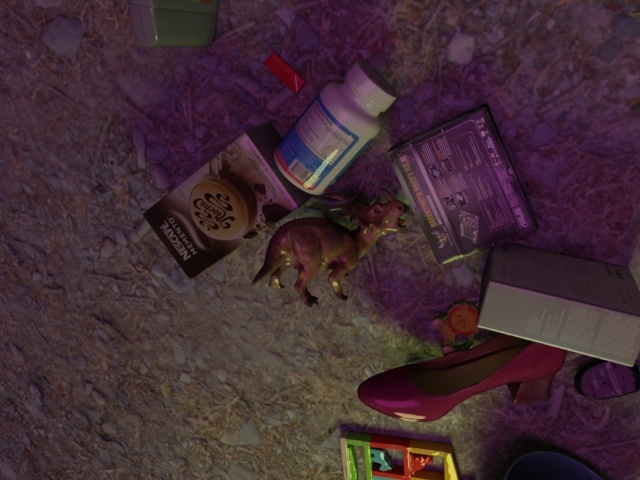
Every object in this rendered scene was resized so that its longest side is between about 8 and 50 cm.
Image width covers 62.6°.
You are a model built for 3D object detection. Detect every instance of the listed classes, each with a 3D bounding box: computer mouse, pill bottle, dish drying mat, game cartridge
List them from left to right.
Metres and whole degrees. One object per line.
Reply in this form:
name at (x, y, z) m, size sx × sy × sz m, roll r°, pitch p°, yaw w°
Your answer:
game cartridge at (-0.234, -0.472, 0.862) m, size 0.062 × 0.198 × 0.297 m, roll 16°, pitch 115°, yaw 13°
dish drying mat at (-0.066, -0.309, 0.971) m, size 0.083 × 0.008 × 0.032 m, roll 43°, pitch 118°, yaw 0°
pill bottle at (0.027, -0.195, 0.918) m, size 0.124 × 0.124 × 0.221 m, roll 44°, pitch 117°, yaw -1°
computer mouse at (0.579, 0.230, 0.940) m, size 0.242 × 0.041 × 0.071 m, roll -19°, pitch 86°, yaw 19°

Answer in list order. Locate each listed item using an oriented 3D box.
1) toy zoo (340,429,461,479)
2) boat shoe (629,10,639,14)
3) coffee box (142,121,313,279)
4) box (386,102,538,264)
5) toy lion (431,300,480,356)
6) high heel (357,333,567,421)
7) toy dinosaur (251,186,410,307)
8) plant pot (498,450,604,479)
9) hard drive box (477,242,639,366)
toy zoo at (0.195, 0.533, 1.188) m, size 0.293 × 0.030 × 0.192 m, roll 0°, pitch 110°, yaw 19°
boat shoe at (0.529, -0.342, 0.696) m, size 0.285 × 0.104 × 0.089 m, roll 3°, pitch 108°, yaw 18°
coffee box at (-0.180, -0.074, 1.038) m, size 0.297 × 0.119 × 0.168 m, roll -32°, pitch 98°, yaw 26°
box at (0.247, -0.092, 0.917) m, size 0.183 × 0.056 × 0.231 m, roll -23°, pitch 101°, yaw 26°
toy lion at (0.271, 0.169, 1.025) m, size 0.096 × 0.034 × 0.100 m, roll -17°, pitch 104°, yaw 16°
high heel at (0.254, 0.219, 0.965) m, size 0.377 × 0.127 × 0.181 m, roll -5°, pitch 119°, yaw -6°
toy dinosaur at (0.000, 0.000, 0.957) m, size 0.295 × 0.127 × 0.200 m, roll -6°, pitch 111°, yaw -26°
plant pot at (0.420, 0.593, 1.003) m, size 0.293 × 0.293 × 0.235 m, roll 28°, pitch 131°, yaw 7°
hard drive box at (0.388, 0.092, 0.869) m, size 0.232 × 0.181 × 0.089 m, roll 14°, pitch 115°, yaw 15°
